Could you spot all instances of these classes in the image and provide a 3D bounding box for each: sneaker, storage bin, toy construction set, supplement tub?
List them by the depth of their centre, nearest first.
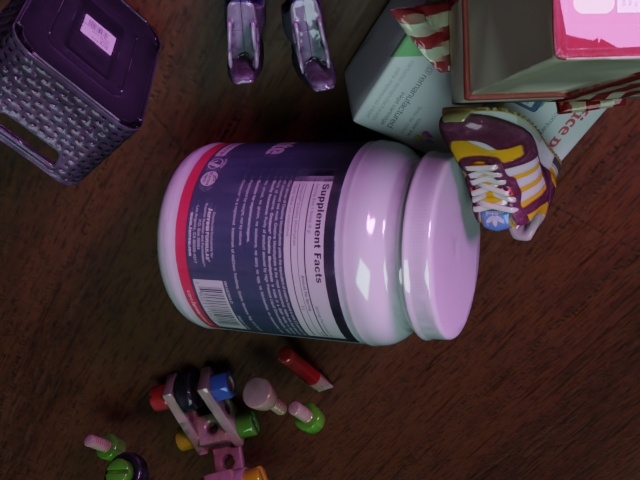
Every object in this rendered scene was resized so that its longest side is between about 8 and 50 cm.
[{"bbox_3d":[-0.216,-0.151,0.686,0.084,0.180,0.122,-35,124,25],"label":"storage bin"},{"bbox_3d":[0.155,-0.053,0.688,0.069,0.084,0.185,9,172,40],"label":"sneaker"},{"bbox_3d":[0.000,0.000,0.771,0.272,0.191,0.191,3,134,25],"label":"supplement tub"},{"bbox_3d":[-0.099,0.298,1.091,0.309,0.257,0.237,-40,143,1],"label":"toy construction set"}]

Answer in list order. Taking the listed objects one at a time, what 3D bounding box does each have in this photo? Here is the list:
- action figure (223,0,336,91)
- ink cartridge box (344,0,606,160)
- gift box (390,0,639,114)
[{"bbox_3d":[-0.044,-0.269,0.652,0.185,0.099,0.285,-2,128,5],"label":"action figure"},{"bbox_3d":[0.153,-0.154,0.762,0.212,0.093,0.154,20,126,-22],"label":"ink cartridge box"},{"bbox_3d":[0.199,-0.227,0.558,0.276,0.258,0.255,2,94,-4],"label":"gift box"}]
